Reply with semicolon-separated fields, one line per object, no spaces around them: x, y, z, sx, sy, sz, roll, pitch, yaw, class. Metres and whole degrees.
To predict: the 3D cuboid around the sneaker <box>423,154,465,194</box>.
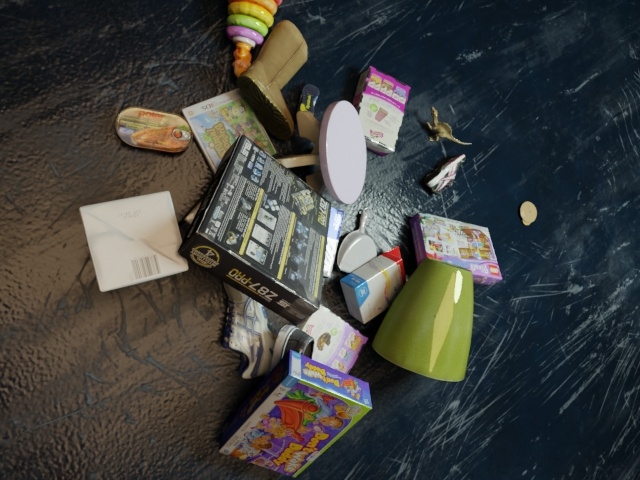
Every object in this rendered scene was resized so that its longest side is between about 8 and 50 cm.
0.427;-0.221;1.583;0.178;0.072;0.077;-39;113;-13;sneaker

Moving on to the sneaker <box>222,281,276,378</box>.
-0.208;0.227;1.235;0.131;0.112;0.296;-25;94;-23;sneaker

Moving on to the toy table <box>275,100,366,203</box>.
0.016;-0.242;1.307;0.252;0.161;0.274;-10;104;-48;toy table

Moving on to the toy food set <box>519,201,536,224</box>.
0.774;-0.104;1.739;0.083;0.020;0.083;-31;97;-23;toy food set

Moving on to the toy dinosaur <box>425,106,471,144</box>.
0.411;-0.361;1.565;0.183;0.093;0.053;41;72;-15;toy dinosaur

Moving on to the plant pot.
0.320;0.205;1.338;0.275;0.275;0.293;14;96;-22;plant pot

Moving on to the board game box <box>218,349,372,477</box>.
-0.070;0.446;1.175;0.234;0.078;0.347;28;118;-19;board game box

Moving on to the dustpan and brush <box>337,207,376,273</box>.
0.124;0.001;1.432;0.147;0.060;0.211;20;86;-35;dustpan and brush

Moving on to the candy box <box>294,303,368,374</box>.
0.013;0.297;1.345;0.196;0.070;0.164;39;72;-16;candy box

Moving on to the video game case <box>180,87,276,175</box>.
-0.254;-0.302;1.310;0.193;0.023;0.212;-30;97;-23;video game case

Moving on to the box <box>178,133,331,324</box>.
-0.126;-0.040;1.115;0.318;0.097;0.394;34;37;-22;box

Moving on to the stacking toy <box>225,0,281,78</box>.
-0.203;-0.604;1.309;0.166;0.175;0.301;11;95;-16;stacking toy

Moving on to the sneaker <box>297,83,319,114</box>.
-0.042;-0.410;1.400;0.053;0.059;0.144;20;58;-9;sneaker

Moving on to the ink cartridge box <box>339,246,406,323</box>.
0.183;0.129;1.409;0.231;0.078;0.134;-29;120;-23;ink cartridge box

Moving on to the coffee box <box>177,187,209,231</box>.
-0.207;-0.015;1.252;0.297;0.119;0.168;43;70;-15;coffee box

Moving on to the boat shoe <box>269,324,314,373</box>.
-0.069;0.367;1.224;0.108;0.102;0.300;-24;128;-57;boat shoe

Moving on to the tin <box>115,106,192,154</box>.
-0.435;-0.287;1.224;0.190;0.040;0.106;6;87;-23;tin

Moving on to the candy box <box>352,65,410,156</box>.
0.179;-0.407;1.481;0.159;0.071;0.233;21;77;-21;candy box

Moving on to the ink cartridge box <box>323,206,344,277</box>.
0.000;0.000;1.380;0.097;0.046;0.206;18;78;-22;ink cartridge box

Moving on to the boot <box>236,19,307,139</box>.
-0.101;-0.463;1.347;0.236;0.089;0.269;56;49;-38;boot

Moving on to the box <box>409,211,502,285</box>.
0.439;0.029;1.522;0.294;0.057;0.200;11;55;-22;box

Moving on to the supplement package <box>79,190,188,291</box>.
-0.425;0.013;1.060;0.178;0.293;0.175;-15;91;-24;supplement package
